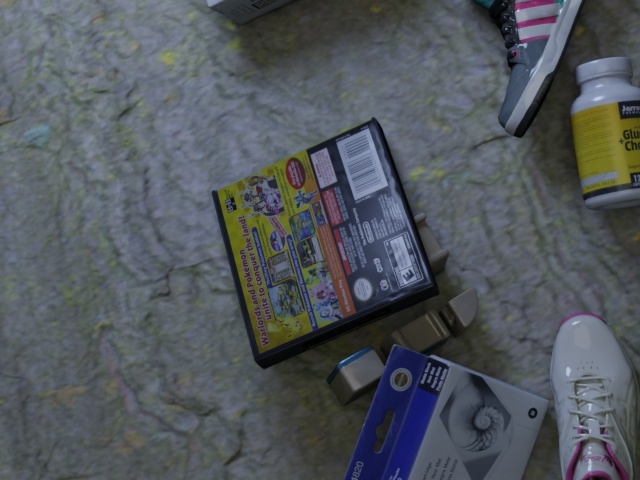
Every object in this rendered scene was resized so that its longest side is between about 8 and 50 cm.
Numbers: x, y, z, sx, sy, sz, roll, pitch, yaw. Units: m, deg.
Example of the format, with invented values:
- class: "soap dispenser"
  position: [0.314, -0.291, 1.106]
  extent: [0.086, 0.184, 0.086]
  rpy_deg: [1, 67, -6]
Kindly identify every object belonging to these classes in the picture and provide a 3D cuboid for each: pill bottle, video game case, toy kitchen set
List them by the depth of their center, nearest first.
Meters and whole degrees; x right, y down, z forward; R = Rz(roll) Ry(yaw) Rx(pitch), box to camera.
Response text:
- class: "pill bottle"
  position: [0.374, -0.135, 1.755]
  extent: [0.103, 0.103, 0.184]
  rpy_deg: [-10, 83, 9]
- class: "video game case"
  position: [0.000, 0.000, 1.785]
  extent: [0.248, 0.035, 0.275]
  rpy_deg: [-24, 57, 11]
- class: "toy kitchen set"
  position: [0.080, 0.089, 1.800]
  extent: [0.207, 0.122, 0.166]
  rpy_deg: [-29, 79, -14]

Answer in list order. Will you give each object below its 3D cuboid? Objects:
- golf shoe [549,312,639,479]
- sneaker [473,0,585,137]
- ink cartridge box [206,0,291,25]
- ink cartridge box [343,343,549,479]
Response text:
- class: "golf shoe"
  position: [0.347, 0.239, 1.707]
  extent: [0.115, 0.140, 0.306]
  rpy_deg: [-8, 82, 11]
- class: "sneaker"
  position: [0.241, -0.294, 1.783]
  extent: [0.178, 0.124, 0.295]
  rpy_deg: [21, 81, 7]
- class: "ink cartridge box"
  position: [-0.063, -0.491, 1.842]
  extent: [0.272, 0.130, 0.309]
  rpy_deg: [-23, 81, 16]
- class: "ink cartridge box"
  position: [0.156, 0.267, 1.728]
  extent: [0.224, 0.045, 0.223]
  rpy_deg: [20, 88, -22]
